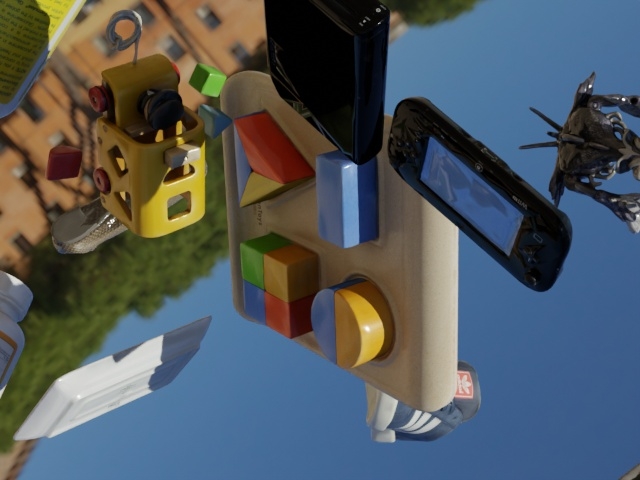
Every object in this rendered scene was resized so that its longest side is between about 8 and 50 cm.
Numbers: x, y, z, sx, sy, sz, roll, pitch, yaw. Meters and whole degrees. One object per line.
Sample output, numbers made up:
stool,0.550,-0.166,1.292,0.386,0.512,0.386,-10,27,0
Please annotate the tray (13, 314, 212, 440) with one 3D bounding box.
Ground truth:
tray,-0.254,0.180,1.734,0.270,0.030,0.145,-21,159,-48

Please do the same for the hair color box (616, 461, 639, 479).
hair color box,0.631,0.424,2.269,0.185,0.114,0.374,12,-164,32

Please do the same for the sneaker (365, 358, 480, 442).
sneaker,0.131,0.184,1.747,0.148,0.131,0.350,-3,167,4

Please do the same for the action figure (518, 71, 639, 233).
action figure,0.360,-0.089,1.526,0.275,0.141,0.164,21,-88,45

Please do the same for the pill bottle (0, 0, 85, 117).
pill bottle,-0.371,-0.255,1.480,0.334,0.188,0.188,-54,-169,12

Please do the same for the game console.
game console,0.080,-0.099,1.201,0.044,0.361,0.213,-40,158,-18

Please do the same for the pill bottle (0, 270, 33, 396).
pill bottle,-0.489,0.163,1.871,0.136,0.136,0.246,-22,-138,53

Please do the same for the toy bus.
toy bus,-0.168,-0.103,1.409,0.104,0.202,0.191,38,-86,37

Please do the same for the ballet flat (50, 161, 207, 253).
ballet flat,-0.272,-0.050,1.969,0.250,0.058,0.084,-32,-127,-16

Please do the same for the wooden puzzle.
wooden puzzle,0.000,0.000,1.514,0.080,0.322,0.348,-20,-152,-38
